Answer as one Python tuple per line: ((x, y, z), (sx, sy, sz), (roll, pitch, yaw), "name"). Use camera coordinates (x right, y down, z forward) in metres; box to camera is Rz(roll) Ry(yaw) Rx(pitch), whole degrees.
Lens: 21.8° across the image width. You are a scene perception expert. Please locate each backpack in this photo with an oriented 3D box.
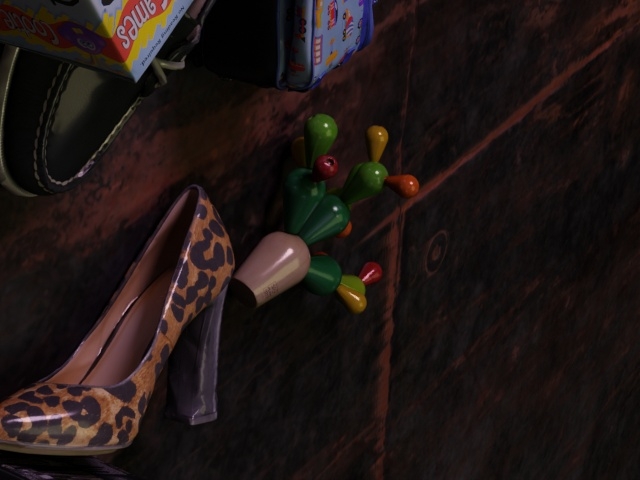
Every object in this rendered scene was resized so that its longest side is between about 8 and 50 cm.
((-0.012, -0.209, 1.264), (0.173, 0.117, 0.158), (-40, 141, -51), "backpack")

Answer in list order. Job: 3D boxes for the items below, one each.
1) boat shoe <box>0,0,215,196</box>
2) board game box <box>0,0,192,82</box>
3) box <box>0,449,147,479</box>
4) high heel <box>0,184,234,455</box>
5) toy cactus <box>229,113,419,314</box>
((-0.122, -0.161, 1.110), (0.114, 0.091, 0.302), (36, 75, -62), "boat shoe")
((-0.166, -0.239, 0.919), (0.144, 0.142, 0.275), (-59, 151, -23), "board game box")
((-0.176, 0.205, 1.180), (0.180, 0.147, 0.077), (20, 88, -64), "box")
((-0.157, 0.055, 1.212), (0.261, 0.093, 0.186), (-7, 101, -58), "high heel")
((0.000, 0.000, 1.455), (0.180, 0.112, 0.219), (-42, 151, -29), "toy cactus")
